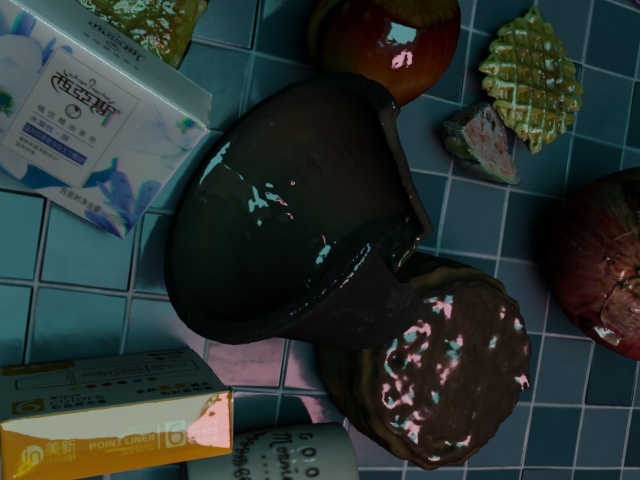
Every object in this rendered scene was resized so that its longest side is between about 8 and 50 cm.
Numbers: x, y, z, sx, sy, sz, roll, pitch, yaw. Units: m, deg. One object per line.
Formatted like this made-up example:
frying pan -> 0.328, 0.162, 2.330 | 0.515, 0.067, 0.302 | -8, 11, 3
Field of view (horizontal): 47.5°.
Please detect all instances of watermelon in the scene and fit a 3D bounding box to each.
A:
watermelon -> 0.267, -0.166, 1.218 | 0.187, 0.071, 0.139 | 32, 62, -36

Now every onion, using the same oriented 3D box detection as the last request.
onion -> 0.561, 0.041, 1.213 | 0.353, 0.353, 0.354 | -2, 95, -23

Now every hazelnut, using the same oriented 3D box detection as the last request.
hazelnut -> 0.086, -0.290, 1.035 | 0.217, 0.251, 0.217 | -7, 134, -7

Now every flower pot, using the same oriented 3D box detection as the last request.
flower pot -> 0.000, 0.000, 0.974 | 0.251, 0.379, 0.379 | 38, 79, -43

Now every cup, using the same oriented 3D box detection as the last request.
cup -> -0.072, 0.387, 1.017 | 0.234, 0.258, 0.186 | 0, 134, -17

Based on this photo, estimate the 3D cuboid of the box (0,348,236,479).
box -> -0.268, 0.216, 0.928 | 0.273, 0.221, 0.091 | -3, 98, -25

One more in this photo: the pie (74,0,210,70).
pie -> -0.306, -0.370, 0.942 | 0.296, 0.078, 0.371 | -47, 111, -13

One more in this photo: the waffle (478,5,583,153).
waffle -> 0.362, -0.273, 1.239 | 0.214, 0.054, 0.208 | 51, 60, -15

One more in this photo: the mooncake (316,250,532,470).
mooncake -> 0.166, 0.179, 1.133 | 0.324, 0.187, 0.324 | -3, 97, -25

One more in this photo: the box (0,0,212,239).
box -> -0.301, -0.159, 0.892 | 0.274, 0.116, 0.203 | 33, 115, -23

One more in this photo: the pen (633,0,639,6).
pen -> 0.530, -0.486, 1.324 | 0.204, 0.025, 0.025 | 28, 83, -23
